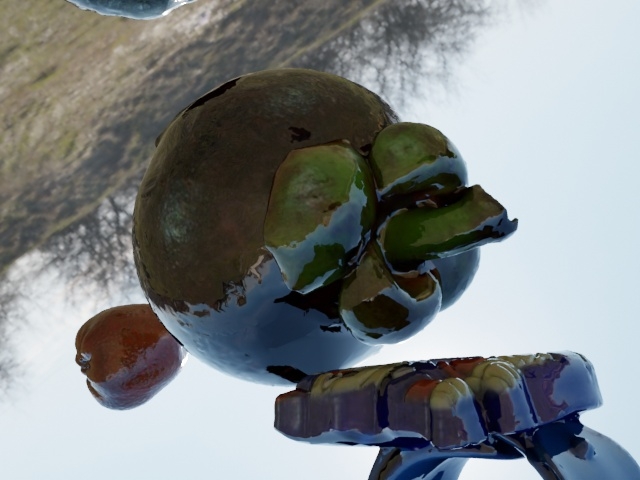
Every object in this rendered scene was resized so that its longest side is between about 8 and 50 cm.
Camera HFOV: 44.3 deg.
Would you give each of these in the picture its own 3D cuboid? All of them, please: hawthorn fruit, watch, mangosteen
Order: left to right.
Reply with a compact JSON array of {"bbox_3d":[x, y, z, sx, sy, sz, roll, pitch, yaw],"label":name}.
[{"bbox_3d":[-0.241,0.141,1.010,0.138,0.132,0.133,-16,-174,-25],"label":"hawthorn fruit"},{"bbox_3d":[-0.014,-0.010,0.699,0.311,0.311,0.311,-33,-164,11],"label":"mangosteen"},{"bbox_3d":[0.101,0.171,0.501,0.171,0.200,0.196,-1,168,-37],"label":"watch"}]

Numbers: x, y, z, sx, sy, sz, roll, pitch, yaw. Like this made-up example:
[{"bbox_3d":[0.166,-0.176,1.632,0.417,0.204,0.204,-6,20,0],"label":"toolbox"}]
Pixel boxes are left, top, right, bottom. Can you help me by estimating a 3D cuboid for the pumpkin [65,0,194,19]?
[{"bbox_3d":[-0.322,-0.449,1.179,0.232,0.325,0.242,-38,-136,4],"label":"pumpkin"}]
